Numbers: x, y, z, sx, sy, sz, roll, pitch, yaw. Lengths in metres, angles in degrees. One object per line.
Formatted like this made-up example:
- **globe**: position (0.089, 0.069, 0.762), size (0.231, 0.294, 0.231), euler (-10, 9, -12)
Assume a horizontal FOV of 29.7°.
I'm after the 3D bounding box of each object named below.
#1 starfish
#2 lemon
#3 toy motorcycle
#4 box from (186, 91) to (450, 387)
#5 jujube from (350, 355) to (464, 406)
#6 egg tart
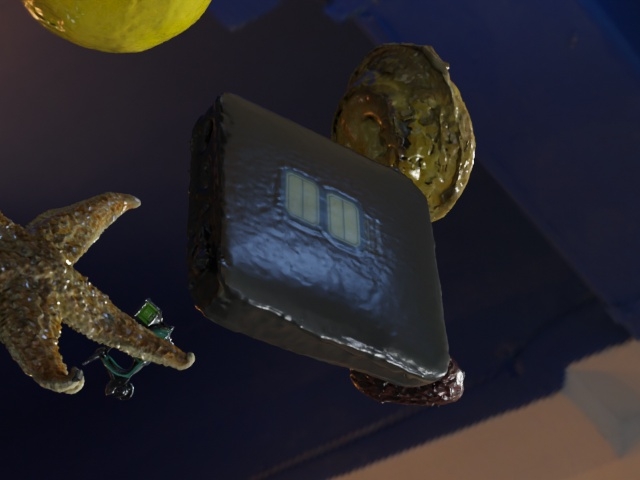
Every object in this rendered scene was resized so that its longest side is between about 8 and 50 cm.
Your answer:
- **starfish**: position (-0.209, 0.036, 0.956), size (0.048, 0.231, 0.295), euler (-53, 166, 29)
- **lemon**: position (-0.197, -0.305, 1.169), size (0.228, 0.228, 0.253), euler (-33, -147, 24)
- **toy motorcycle**: position (-0.323, 0.191, 2.076), size (0.173, 0.100, 0.058), euler (-48, 180, 3)
- **box**: position (0.000, 0.000, 1.481), size (0.091, 0.350, 0.359), euler (-45, -146, 37)
- **jujube**: position (0.117, 0.177, 1.664), size (0.166, 0.104, 0.104), euler (1, -130, 27)
- **egg tart**: position (0.117, -0.178, 2.075), size (0.129, 0.341, 0.341), euler (-10, -170, -33)
